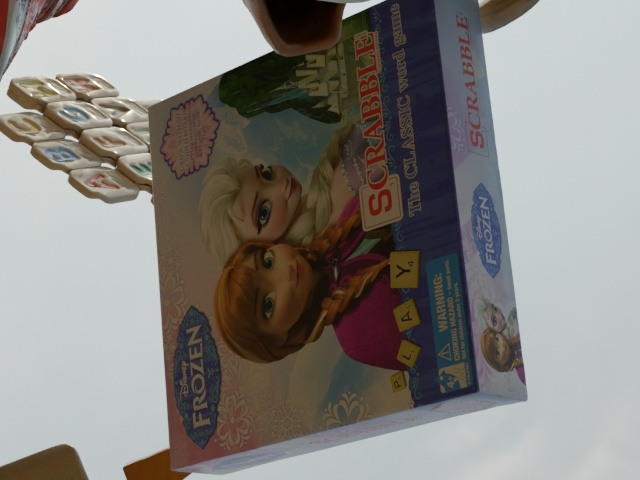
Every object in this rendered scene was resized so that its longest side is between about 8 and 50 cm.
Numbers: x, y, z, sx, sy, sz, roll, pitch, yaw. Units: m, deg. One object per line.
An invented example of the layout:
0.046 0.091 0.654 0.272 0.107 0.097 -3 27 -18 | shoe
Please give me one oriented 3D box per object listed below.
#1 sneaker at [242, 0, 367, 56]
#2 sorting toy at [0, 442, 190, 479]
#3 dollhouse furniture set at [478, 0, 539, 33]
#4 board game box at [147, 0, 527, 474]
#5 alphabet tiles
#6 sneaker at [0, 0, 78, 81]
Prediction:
0.026 -0.190 0.832 0.290 0.105 0.123 121 -47 -59 | sneaker
-0.244 0.313 1.693 0.307 0.229 0.041 -21 -175 5 | sorting toy
0.148 -0.337 1.214 0.394 0.362 0.256 -14 -153 44 | dollhouse furniture set
0.000 0.000 1.387 0.318 0.066 0.319 -20 -112 39 | board game box
-0.198 -0.104 1.891 0.284 0.278 0.021 36 -63 26 | alphabet tiles
-0.262 -0.186 1.488 0.090 0.145 0.270 12 -94 24 | sneaker
